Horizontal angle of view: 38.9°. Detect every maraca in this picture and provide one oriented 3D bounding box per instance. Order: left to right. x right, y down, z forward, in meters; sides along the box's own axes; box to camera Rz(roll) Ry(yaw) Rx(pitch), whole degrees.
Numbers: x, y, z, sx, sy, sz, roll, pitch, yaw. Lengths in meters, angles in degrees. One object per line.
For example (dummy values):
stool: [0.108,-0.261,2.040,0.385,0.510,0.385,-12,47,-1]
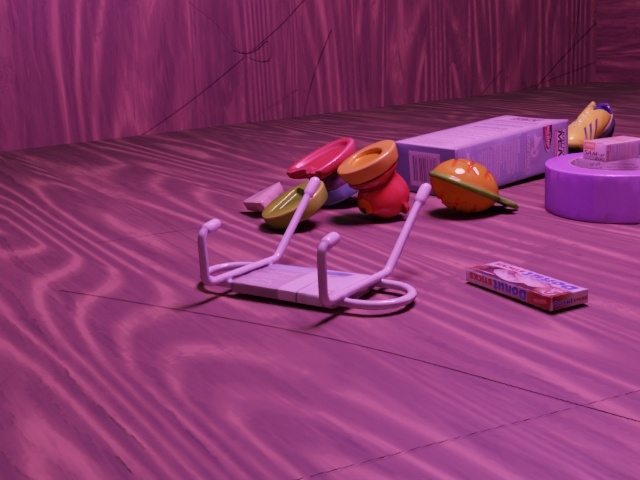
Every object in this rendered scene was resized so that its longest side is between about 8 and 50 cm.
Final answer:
maraca: [0.290,-0.096,1.719,0.186,0.099,0.127,20,8,-21]

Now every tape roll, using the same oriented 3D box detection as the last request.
tape roll: [0.561,-0.104,1.697,0.275,0.090,0.275,-2,14,1]

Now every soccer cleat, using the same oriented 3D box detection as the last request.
soccer cleat: [0.689,-0.298,2.367,0.094,0.121,0.289,8,18,35]

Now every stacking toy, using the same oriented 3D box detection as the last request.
stacking toy: [0.017,-0.077,1.778,0.280,0.130,0.309,-34,19,-11]

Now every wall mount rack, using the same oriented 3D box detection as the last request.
wall mount rack: [0.000,0.000,1.320,0.350,0.130,0.304,7,17,32]

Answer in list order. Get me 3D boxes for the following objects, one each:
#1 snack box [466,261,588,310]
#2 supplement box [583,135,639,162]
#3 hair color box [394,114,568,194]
snack box: [0.278,0.060,1.237,0.064,0.022,0.178,-9,15,-27]
supplement box: [0.554,-0.173,1.709,0.099,0.036,0.062,-9,16,-23]
hair color box: [0.362,-0.192,2.013,0.375,0.113,0.185,-18,20,-36]
